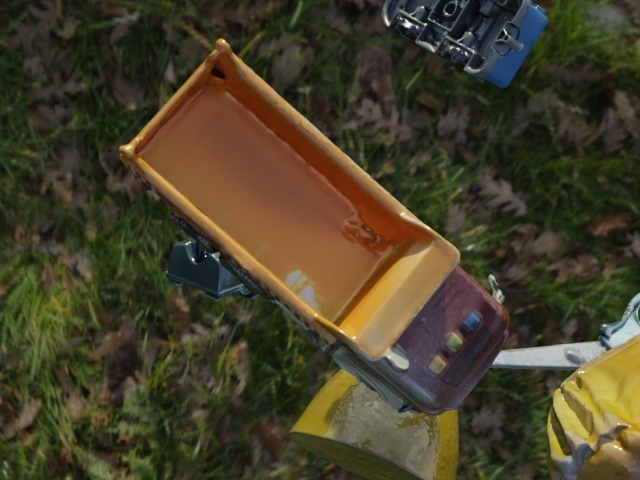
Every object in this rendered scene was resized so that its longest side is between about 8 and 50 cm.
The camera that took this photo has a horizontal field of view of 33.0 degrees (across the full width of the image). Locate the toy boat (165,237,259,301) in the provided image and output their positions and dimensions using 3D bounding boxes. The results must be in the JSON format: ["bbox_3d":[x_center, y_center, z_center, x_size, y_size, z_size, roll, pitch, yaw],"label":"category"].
[{"bbox_3d":[-0.085,0.022,1.582,0.114,0.122,0.296,20,24,36],"label":"toy boat"}]

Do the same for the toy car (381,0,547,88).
[{"bbox_3d":[0.159,-0.230,1.150,0.191,0.100,0.097,42,104,44],"label":"toy car"}]

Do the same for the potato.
[{"bbox_3d":[0.087,0.206,1.283,0.203,0.178,0.158,21,71,20],"label":"potato"}]

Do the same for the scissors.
[{"bbox_3d":[0.301,0.124,1.171,0.360,0.029,0.191,2,46,-19],"label":"scissors"}]

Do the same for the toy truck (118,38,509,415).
[{"bbox_3d":[0.000,0.000,0.722,0.270,0.135,0.114,41,81,-6],"label":"toy truck"}]

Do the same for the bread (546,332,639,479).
[{"bbox_3d":[0.234,0.183,0.605,0.152,0.119,0.288,-27,108,2],"label":"bread"}]
